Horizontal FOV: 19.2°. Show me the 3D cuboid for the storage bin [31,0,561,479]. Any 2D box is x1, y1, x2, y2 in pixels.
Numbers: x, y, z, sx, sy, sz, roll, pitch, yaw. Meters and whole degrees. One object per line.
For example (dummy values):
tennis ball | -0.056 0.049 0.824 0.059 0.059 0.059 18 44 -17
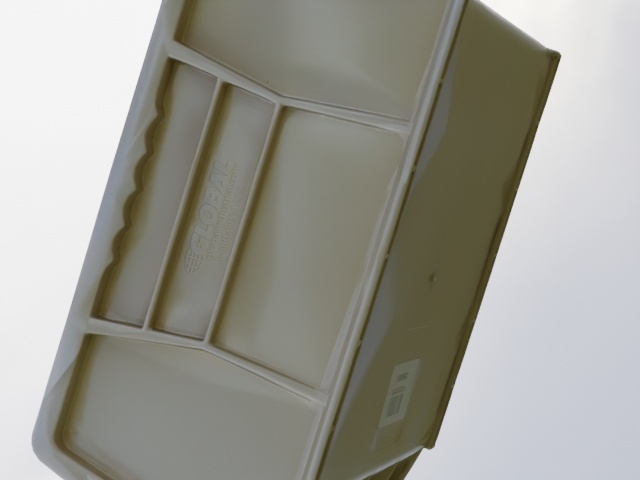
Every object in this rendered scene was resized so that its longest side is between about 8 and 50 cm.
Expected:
storage bin | 0.000 0.000 0.878 0.262 0.123 0.260 1 -73 -75
